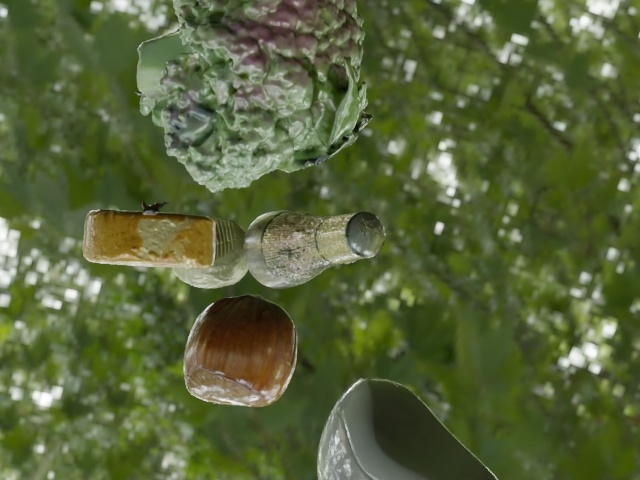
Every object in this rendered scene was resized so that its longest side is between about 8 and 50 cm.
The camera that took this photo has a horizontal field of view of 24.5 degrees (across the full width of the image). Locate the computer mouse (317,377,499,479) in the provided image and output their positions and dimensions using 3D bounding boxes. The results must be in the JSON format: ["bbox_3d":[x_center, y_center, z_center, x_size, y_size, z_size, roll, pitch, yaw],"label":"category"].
[{"bbox_3d":[0.083,0.254,1.362,0.121,0.184,0.297,-14,-136,-24],"label":"computer mouse"}]

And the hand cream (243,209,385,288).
[{"bbox_3d":[0.000,0.000,1.494,0.084,0.084,0.203,5,171,-29],"label":"hand cream"}]

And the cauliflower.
[{"bbox_3d":[-0.088,-0.165,1.389,0.315,0.256,0.239,-4,161,36],"label":"cauliflower"}]

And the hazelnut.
[{"bbox_3d":[-0.104,0.142,1.897,0.150,0.150,0.150,15,-160,-6],"label":"hazelnut"}]

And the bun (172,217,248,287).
[{"bbox_3d":[-0.143,0.025,1.992,0.115,0.069,0.115,-12,-140,10],"label":"bun"}]

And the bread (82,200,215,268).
[{"bbox_3d":[-0.197,-0.006,1.695,0.149,0.073,0.122,4,177,-16],"label":"bread"}]
